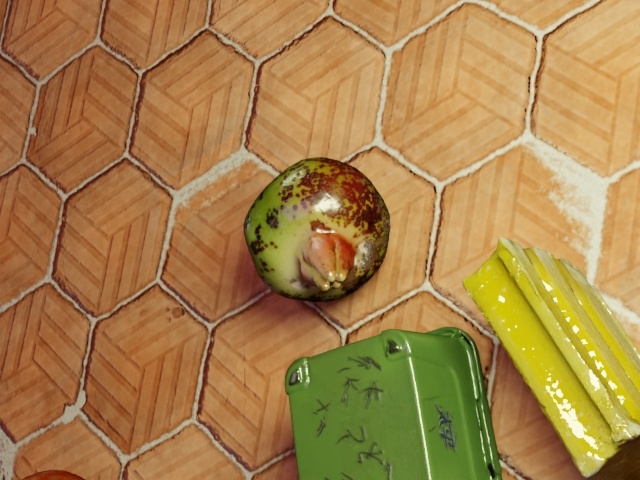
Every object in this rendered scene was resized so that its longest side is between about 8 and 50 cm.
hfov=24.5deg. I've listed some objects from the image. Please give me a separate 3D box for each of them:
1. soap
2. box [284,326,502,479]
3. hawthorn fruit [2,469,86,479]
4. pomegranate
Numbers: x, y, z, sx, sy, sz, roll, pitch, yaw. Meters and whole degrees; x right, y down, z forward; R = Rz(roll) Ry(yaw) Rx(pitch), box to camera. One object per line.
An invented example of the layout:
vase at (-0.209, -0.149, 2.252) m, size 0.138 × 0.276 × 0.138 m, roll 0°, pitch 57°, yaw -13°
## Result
soap at (0.319, 0.150, 1.810) m, size 0.091 × 0.199 × 0.315 m, roll -45°, pitch 55°, yaw 21°
box at (0.087, 0.280, 1.949) m, size 0.252 × 0.177 × 0.329 m, roll -23°, pitch 63°, yaw 31°
hawthorn fruit at (-0.440, 0.427, 2.271) m, size 0.162 × 0.203 × 0.163 m, roll -15°, pitch 66°, yaw 36°
pomegranate at (0.000, 0.000, 2.063) m, size 0.214 × 0.214 × 0.248 m, roll -48°, pitch 21°, yaw 14°
